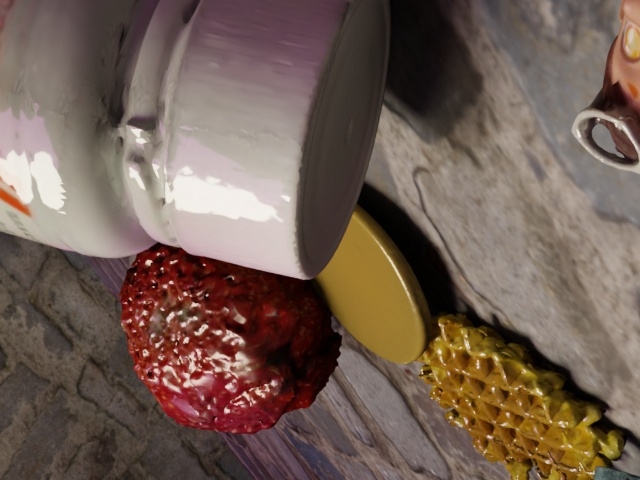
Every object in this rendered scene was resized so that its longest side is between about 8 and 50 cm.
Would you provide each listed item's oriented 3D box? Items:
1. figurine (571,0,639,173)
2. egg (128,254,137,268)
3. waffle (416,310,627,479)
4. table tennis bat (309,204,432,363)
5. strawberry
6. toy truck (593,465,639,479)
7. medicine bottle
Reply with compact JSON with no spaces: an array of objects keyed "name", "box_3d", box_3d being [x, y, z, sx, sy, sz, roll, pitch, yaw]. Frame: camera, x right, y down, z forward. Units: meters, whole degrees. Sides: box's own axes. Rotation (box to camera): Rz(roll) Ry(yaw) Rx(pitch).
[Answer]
[{"name":"figurine","box_3d":[0.148,-0.131,0.298,0.175,0.116,0.240,27,145,42]},{"name":"egg","box_3d":[-0.227,0.058,1.384,0.198,0.146,0.146,55,161,4]},{"name":"waffle","box_3d":[0.184,0.166,0.853,0.231,0.051,0.228,43,160,20]},{"name":"table tennis bat","box_3d":[0.000,0.000,0.898,0.321,0.050,0.198,46,156,26]},{"name":"strawberry","box_3d":[-0.092,0.092,0.997,0.274,0.274,0.220,52,157,-6]},{"name":"toy truck","box_3d":[0.307,0.256,0.674,0.140,0.108,0.257,23,165,-17]},{"name":"medicine bottle","box_3d":[-0.132,-0.111,0.607,0.325,0.256,0.256,16,151,12]}]
